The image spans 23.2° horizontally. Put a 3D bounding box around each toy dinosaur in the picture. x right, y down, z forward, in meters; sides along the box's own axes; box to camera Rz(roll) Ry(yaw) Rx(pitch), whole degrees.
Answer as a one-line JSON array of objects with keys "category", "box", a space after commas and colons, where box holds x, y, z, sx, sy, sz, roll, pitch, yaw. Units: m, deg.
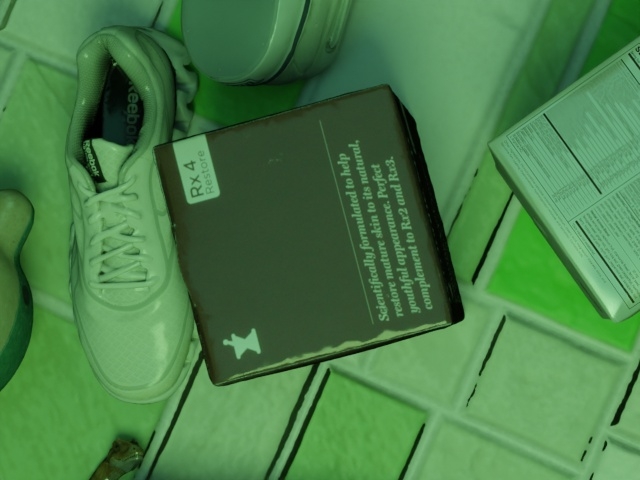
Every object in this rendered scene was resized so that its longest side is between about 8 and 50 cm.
[{"category": "toy dinosaur", "box": [-0.214, 0.236, 1.208, 0.211, 0.064, 0.112, -33, 63, -2]}]

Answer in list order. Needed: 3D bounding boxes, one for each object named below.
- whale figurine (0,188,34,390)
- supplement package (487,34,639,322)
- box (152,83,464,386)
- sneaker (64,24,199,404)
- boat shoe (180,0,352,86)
[{"category": "whale figurine", "box": [-0.312, 0.018, 1.201, 0.216, 0.141, 0.272, -21, 61, 6]}, {"category": "supplement package", "box": [0.241, -0.059, 1.078, 0.203, 0.194, 0.149, -35, 84, 6]}, {"category": "box", "box": [0.000, 0.000, 1.105, 0.167, 0.203, 0.168, -15, 87, 7]}, {"category": "sneaker", "box": [-0.150, -0.021, 1.171, 0.110, 0.118, 0.292, -3, 89, 6]}, {"category": "boat shoe", "box": [0.011, -0.290, 1.149, 0.136, 0.156, 0.367, 18, 103, 36]}]
